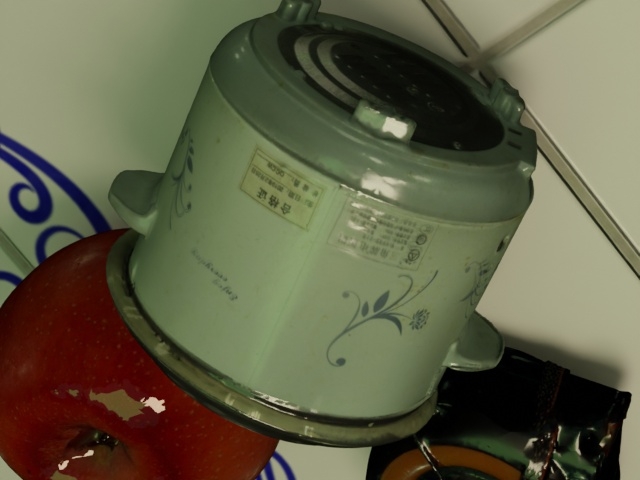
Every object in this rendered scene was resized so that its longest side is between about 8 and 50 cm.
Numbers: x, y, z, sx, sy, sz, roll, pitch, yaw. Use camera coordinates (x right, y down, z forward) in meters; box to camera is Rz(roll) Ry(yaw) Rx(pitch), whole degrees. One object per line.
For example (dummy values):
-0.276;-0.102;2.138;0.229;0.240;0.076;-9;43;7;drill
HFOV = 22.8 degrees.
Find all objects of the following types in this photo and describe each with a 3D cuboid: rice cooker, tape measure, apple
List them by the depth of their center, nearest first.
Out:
0.000;0.000;1.137;0.316;0.264;0.317;2;115;4;rice cooker
0.139;0.188;1.276;0.202;0.135;0.223;17;127;17;tape measure
-0.150;0.118;1.326;0.260;0.216;0.260;10;123;16;apple
